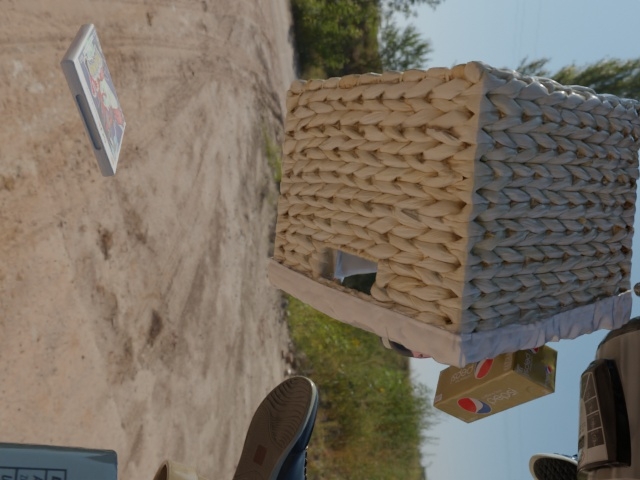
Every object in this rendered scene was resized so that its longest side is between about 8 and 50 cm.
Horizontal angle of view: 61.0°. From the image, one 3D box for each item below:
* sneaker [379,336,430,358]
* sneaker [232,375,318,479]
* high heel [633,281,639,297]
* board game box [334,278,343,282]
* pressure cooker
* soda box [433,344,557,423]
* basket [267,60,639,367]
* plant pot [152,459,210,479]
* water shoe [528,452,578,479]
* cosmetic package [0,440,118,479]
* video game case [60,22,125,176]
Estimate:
[{"bbox_3d":[0.235,0.094,1.140,0.112,0.131,0.319,16,90,-46],"label":"sneaker"},{"bbox_3d":[-0.050,0.310,0.799,0.118,0.083,0.222,35,78,-51],"label":"sneaker"},{"bbox_3d":[0.785,0.051,1.095,0.093,0.261,0.186,60,9,10],"label":"high heel"},{"bbox_3d":[0.000,0.000,1.070,0.147,0.045,0.193,43,-37,18],"label":"board game box"},{"bbox_3d":[0.601,0.356,0.818,0.375,0.370,0.420,-32,-147,56],"label":"pressure cooker"},{"bbox_3d":[0.223,0.183,0.710,0.181,0.061,0.058,-53,-169,54],"label":"soda box"},{"bbox_3d":[0.159,-0.046,0.654,0.328,0.331,0.266,17,-75,52],"label":"basket"},{"bbox_3d":[-0.220,0.629,1.075,0.323,0.280,0.323,-161,-90,-73],"label":"plant pot"},{"bbox_3d":[0.497,0.457,1.062,0.080,0.203,0.073,-84,-170,-87],"label":"water shoe"},{"bbox_3d":[-0.241,0.162,0.194,0.296,0.129,0.153,22,34,-35],"label":"cosmetic package"},{"bbox_3d":[-0.358,-0.229,0.873,0.201,0.023,0.183,-110,-169,-52],"label":"video game case"}]
